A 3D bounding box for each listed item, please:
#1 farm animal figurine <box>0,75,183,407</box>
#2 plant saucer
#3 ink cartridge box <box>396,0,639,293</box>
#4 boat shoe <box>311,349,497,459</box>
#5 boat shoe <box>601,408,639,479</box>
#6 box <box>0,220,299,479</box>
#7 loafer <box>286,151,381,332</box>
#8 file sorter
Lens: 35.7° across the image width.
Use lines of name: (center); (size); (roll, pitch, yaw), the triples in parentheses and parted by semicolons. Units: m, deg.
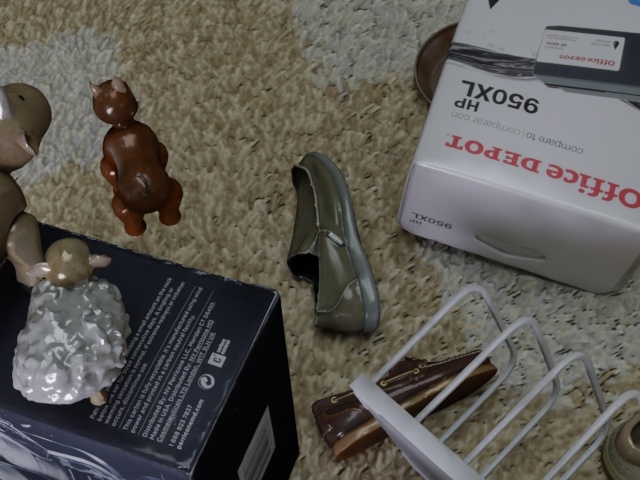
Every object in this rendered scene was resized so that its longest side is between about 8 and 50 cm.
farm animal figurine: (-0.287, -0.042, 0.774); (0.331, 0.172, 0.326); (5, 54, 5)
plant saucer: (0.228, -0.223, 1.367); (0.199, 0.036, 0.198); (-1, 56, 2)
ink cartridge box: (0.288, -0.171, 1.216); (0.286, 0.166, 0.394); (17, 65, 6)
boat shoe: (0.091, 0.163, 1.092); (0.207, 0.073, 0.073); (-22, 60, -13)
boat shoe: (0.447, 0.187, 1.047); (0.302, 0.098, 0.109); (-14, 57, -7)
box: (-0.202, 0.161, 0.943); (0.313, 0.343, 0.179); (16, 57, 14)
loafer: (0.000, 0.000, 1.191); (0.088, 0.094, 0.251); (-11, 57, -11)
file sorter: (0.204, 0.196, 0.934); (0.173, 0.193, 0.278); (-44, 48, -10)
